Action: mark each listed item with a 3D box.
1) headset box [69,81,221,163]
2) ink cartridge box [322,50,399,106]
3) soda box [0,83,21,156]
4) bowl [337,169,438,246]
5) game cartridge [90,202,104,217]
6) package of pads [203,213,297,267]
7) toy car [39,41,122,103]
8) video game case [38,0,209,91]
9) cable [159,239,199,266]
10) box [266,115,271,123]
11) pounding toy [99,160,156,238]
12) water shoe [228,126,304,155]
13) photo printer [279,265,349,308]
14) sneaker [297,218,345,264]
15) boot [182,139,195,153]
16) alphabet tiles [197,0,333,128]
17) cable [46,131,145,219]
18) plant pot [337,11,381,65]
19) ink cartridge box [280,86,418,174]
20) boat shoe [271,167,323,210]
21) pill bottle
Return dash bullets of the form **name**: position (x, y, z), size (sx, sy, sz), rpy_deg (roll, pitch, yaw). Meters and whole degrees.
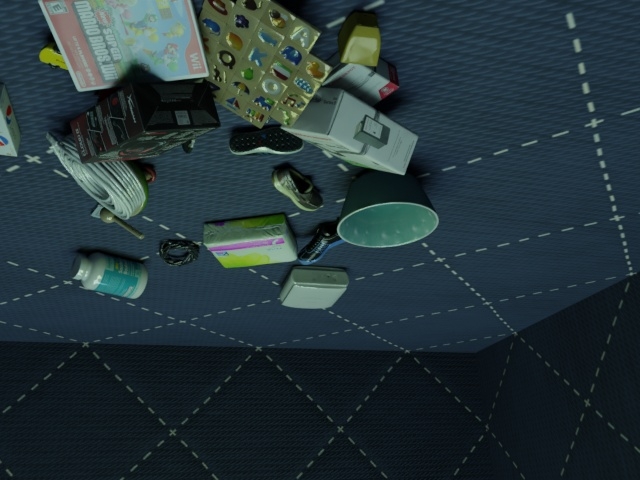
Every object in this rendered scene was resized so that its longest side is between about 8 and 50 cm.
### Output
- **headset box**: position (-0.414, -0.265, 1.362), size (0.293, 0.110, 0.218), rpy_deg (-13, -177, 40)
- **ink cartridge box**: position (0.089, -0.378, 1.360), size (0.151, 0.063, 0.109), rpy_deg (18, 148, -38)
- **soda box**: position (-0.795, -0.294, 1.444), size (0.074, 0.069, 0.216), rpy_deg (4, 154, -14)
- **bowl**: position (0.202, -0.113, 1.833), size (0.312, 0.163, 0.311), rpy_deg (-2, 156, -1)
- **game cartridge**: position (-0.719, -0.096, 1.949), size (0.056, 0.017, 0.083), rpy_deg (19, 148, -32)
- **package of pads**: position (-0.244, 0.009, 2.125), size (0.297, 0.101, 0.229), rpy_deg (-6, 155, 9)
- **toy car**: position (-0.454, -0.386, 1.299), size (0.225, 0.053, 0.239), rpy_deg (-12, 154, 19)
- **video game case**: position (-0.387, -0.410, 1.193), size (0.285, 0.025, 0.204), rpy_deg (-7, 136, 0)
- **cable**: position (-0.541, 0.049, 2.261), size (0.151, 0.047, 0.184), rpy_deg (-1, 153, -15)
- **box**: position (-0.149, -0.331, 1.489), size (0.067, 0.018, 0.083), rpy_deg (8, 153, -23)
- **pounding toy**: position (-0.554, -0.148, 1.725), size (0.183, 0.110, 0.236), rpy_deg (21, 121, 17)
- **water shoe**: position (-0.146, -0.266, 1.599), size (0.203, 0.072, 0.080), rpy_deg (-1, -178, -4)
- **photo printer**: position (-0.039, 0.216, 2.591), size (0.256, 0.107, 0.307), rpy_deg (5, 154, -16)
- **sneaker**: position (0.000, 0.000, 2.128), size (0.232, 0.081, 0.090), rpy_deg (-34, 138, 14)
- **boot**: position (-0.377, -0.280, 1.546), size (0.099, 0.045, 0.121), rpy_deg (6, 147, -23)
- **alphabet tiles**: position (-0.142, -0.379, 1.266), size (0.285, 0.011, 0.342), rpy_deg (30, 147, -12)
- **cable**: position (-0.572, -0.174, 1.549), size (0.257, 0.089, 0.257), rpy_deg (29, 153, 27)
- **plant pot**: position (0.087, -0.428, 1.237), size (0.082, 0.081, 0.083), rpy_deg (3, 145, -13)
- **ink cartridge box**: position (0.071, -0.267, 1.442), size (0.273, 0.114, 0.198), rpy_deg (19, -179, -40)
- **boat shoe**: position (-0.056, -0.156, 1.811), size (0.073, 0.080, 0.224), rpy_deg (-15, 149, 35)
- **pill bottle**: position (-0.816, 0.131, 2.279), size (0.264, 0.146, 0.146), rpy_deg (20, 147, -41)
